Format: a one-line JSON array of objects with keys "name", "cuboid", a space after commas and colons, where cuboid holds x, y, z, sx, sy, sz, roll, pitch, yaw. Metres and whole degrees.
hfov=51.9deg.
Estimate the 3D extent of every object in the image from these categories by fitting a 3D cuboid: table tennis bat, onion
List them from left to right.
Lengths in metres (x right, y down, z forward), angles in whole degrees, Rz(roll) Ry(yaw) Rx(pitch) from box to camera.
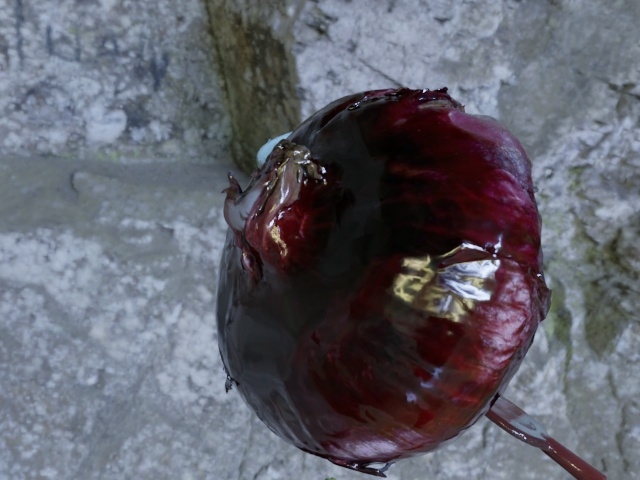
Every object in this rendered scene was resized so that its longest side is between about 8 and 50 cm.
[{"name": "onion", "cuboid": [0.027, 0.019, 0.517, 0.232, 0.314, 0.314, 21, 8, -39]}, {"name": "table tennis bat", "cuboid": [0.197, 0.181, 0.626, 0.154, 0.019, 0.098, 35, 9, 30]}]

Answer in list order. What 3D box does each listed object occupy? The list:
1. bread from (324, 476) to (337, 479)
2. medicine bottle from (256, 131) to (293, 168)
[{"name": "bread", "cuboid": [0.008, 0.594, 1.013, 0.251, 0.208, 0.376, -15, 40, -18]}, {"name": "medicine bottle", "cuboid": [0.000, 0.000, 0.997, 0.158, 0.318, 0.158, -7, 31, 4]}]
